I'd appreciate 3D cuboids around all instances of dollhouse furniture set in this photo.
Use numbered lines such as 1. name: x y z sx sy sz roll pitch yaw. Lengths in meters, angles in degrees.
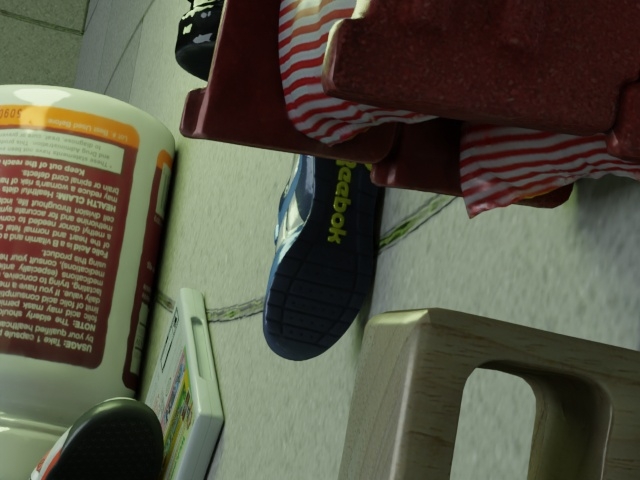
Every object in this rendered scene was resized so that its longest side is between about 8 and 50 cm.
1. dollhouse furniture set: 0.034 0.046 0.413 0.201 0.152 0.374 174 106 -74

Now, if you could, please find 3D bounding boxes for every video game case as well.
1. video game case: -0.125 0.175 1.123 0.193 0.023 0.212 -109 34 -61

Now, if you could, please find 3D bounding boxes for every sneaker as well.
1. sneaker: 0.000 0.000 0.760 0.059 0.053 0.144 144 143 -67
2. sneaker: -0.199 0.197 1.150 0.145 0.090 0.270 -104 28 -52

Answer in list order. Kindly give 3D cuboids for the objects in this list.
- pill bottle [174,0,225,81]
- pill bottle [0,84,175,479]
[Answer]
1. pill bottle: -0.031 -0.213 0.887 0.123 0.123 0.219 151 128 -70
2. pill bottle: -0.286 0.059 1.396 0.224 0.224 0.392 148 133 -69
